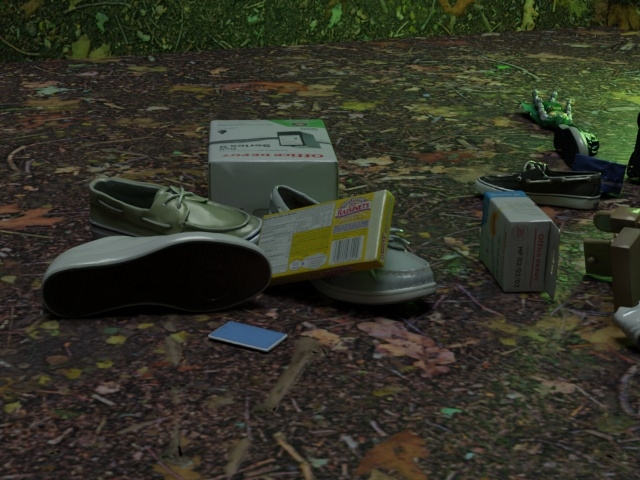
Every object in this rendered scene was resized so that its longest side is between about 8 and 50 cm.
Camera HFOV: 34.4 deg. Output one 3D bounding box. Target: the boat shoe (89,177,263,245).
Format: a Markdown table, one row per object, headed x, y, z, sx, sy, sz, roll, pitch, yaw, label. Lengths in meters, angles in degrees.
| x | y | z | sx | sy | sz | roll | pitch | yaw | label |
| --- | --- | --- | --- | --- | --- | --- | --- | --- | --- |
| -0.217 | -0.030 | 1.503 | 0.302 | 0.094 | 0.109 | 5 | 34 | 24 | boat shoe |

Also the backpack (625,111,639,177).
| x | y | z | sx | sy | sz | roll | pitch | yaw | label |
| --- | --- | --- | --- | --- | --- | --- | --- | --- | --- |
| 0.669 | -0.182 | 1.991 | 0.115 | 0.152 | 0.182 | 22 | 16 | 28 | backpack |

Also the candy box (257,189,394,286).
| x | y | z | sx | sy | sz | roll | pitch | yaw | label |
| --- | --- | --- | --- | --- | --- | --- | --- | --- | --- |
| 0.000 | 0.000 | 1.364 | 0.205 | 0.027 | 0.105 | -11 | 54 | 35 | candy box |

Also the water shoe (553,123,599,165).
| x | y | z | sx | sy | sz | roll | pitch | yaw | label |
| --- | --- | --- | --- | --- | --- | --- | --- | --- | --- |
| 0.534 | -0.200 | 2.111 | 0.080 | 0.073 | 0.203 | 3 | 19 | -1 | water shoe |

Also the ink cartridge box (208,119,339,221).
| x | y | z | sx | sy | sz | roll | pitch | yaw | label |
| --- | --- | --- | --- | --- | --- | --- | --- | --- | --- |
| -0.083 | -0.115 | 1.745 | 0.211 | 0.122 | 0.289 | -1 | 19 | -5 | ink cartridge box |

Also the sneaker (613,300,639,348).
| x | y | z | sx | sy | sz | roll | pitch | yaw | label |
| --- | --- | --- | --- | --- | --- | --- | --- | --- | --- |
| 0.425 | 0.088 | 1.274 | 0.152 | 0.054 | 0.061 | -10 | 34 | -31 | sneaker |

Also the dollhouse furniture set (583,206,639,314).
| x | y | z | sx | sy | sz | roll | pitch | yaw | label |
| --- | --- | --- | --- | --- | --- | --- | --- | --- | --- |
| 0.380 | 0.026 | 1.371 | 0.123 | 0.144 | 0.151 | 9 | 34 | 35 | dollhouse furniture set |

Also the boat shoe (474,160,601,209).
| x | y | z | sx | sy | sz | roll | pitch | yaw | label |
| --- | --- | --- | --- | --- | --- | --- | --- | --- | --- |
| 0.382 | -0.105 | 1.823 | 0.219 | 0.070 | 0.078 | 6 | 19 | 15 | boat shoe |

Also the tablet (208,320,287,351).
| x | y | z | sx | sy | sz | roll | pitch | yaw | label |
| --- | --- | --- | --- | --- | --- | --- | --- | --- | --- |
| -0.087 | 0.116 | 1.247 | 0.083 | 0.006 | 0.054 | 11 | 21 | 24 | tablet |

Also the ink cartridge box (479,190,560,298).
| x | y | z | sx | sy | sz | roll | pitch | yaw | label |
| --- | --- | --- | --- | --- | --- | --- | --- | --- | --- |
| 0.274 | 0.005 | 1.442 | 0.061 | 0.104 | 0.181 | -1 | 19 | -6 | ink cartridge box |

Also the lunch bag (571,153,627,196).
| x | y | z | sx | sy | sz | roll | pitch | yaw | label |
| --- | --- | --- | --- | --- | --- | --- | --- | --- | --- |
| 0.504 | -0.115 | 1.874 | 0.067 | 0.065 | 0.098 | 6 | 11 | -39 | lunch bag |

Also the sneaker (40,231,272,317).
| x | y | z | sx | sy | sz | roll | pitch | yaw | label |
| --- | --- | --- | --- | --- | --- | --- | --- | --- | --- |
| -0.210 | 0.027 | 1.344 | 0.290 | 0.106 | 0.123 | -3 | 22 | -7 | sneaker |

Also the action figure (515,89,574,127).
| x | y | z | sx | sy | sz | roll | pitch | yaw | label |
| --- | --- | --- | --- | --- | --- | --- | --- | --- | --- |
| 0.548 | -0.305 | 2.446 | 0.137 | 0.064 | 0.232 | 4 | 22 | -1 | action figure |

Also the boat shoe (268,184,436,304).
| x | y | z | sx | sy | sz | roll | pitch | yaw | label |
| --- | --- | --- | --- | --- | --- | --- | --- | --- | --- |
| 0.030 | 0.007 | 1.421 | 0.118 | 0.103 | 0.320 | -12 | 23 | -34 | boat shoe |
